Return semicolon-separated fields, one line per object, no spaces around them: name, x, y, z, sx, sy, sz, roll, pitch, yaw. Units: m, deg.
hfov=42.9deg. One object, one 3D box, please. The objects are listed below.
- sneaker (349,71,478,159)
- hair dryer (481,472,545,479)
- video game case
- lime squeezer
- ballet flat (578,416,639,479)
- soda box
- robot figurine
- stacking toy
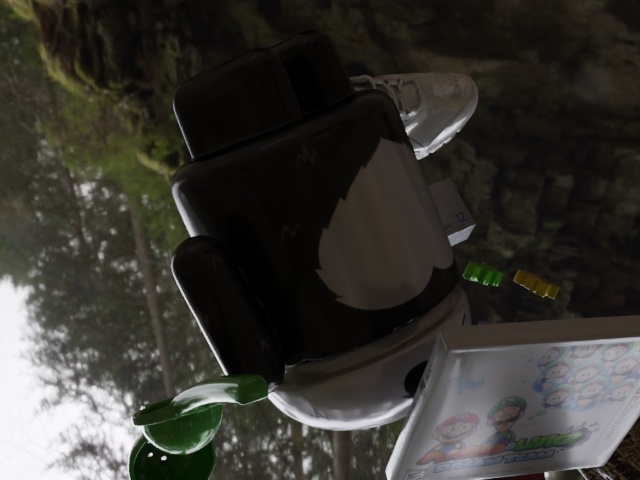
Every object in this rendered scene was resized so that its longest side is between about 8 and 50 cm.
sneaker;0.064;-0.158;1.027;0.297;0.129;0.111;-15;-103;-8
hair dryer;0.176;0.205;0.593;0.080;0.223;0.294;-2;-108;-46
video game case;0.129;0.100;0.493;0.157;0.143;0.019;-1;-136;-15
lime squeezer;-0.083;0.136;0.479;0.058;0.310;0.110;2;-135;-14
ballet flat;0.378;0.276;0.730;0.164;0.483;0.182;-39;-173;-36
soda box;0.109;0.001;1.373;0.286;0.091;0.098;-24;-106;-7
robot figurine;0.003;-0.001;0.581;0.209;0.278;0.173;-24;-169;-8
stacking toy;0.185;0.108;0.956;0.052;0.167;0.221;32;-167;38
